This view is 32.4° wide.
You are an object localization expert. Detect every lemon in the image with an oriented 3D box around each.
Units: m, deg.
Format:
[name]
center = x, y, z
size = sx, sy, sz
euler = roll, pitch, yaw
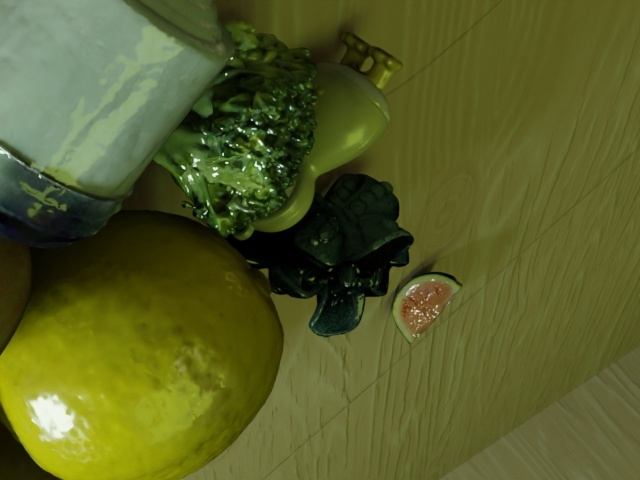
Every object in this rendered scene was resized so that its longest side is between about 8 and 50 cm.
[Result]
[lemon]
center = -0.214, 0.123, 1.267
size = 0.348, 0.348, 0.348
euler = -29, 152, -18

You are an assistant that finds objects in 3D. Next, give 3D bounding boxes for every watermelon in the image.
[watermelon]
center = 0.193, 0.107, 2.089
size = 0.163, 0.087, 0.069
euler = -51, -179, 25

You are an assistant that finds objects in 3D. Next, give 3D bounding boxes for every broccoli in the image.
[broccoli]
center = -0.133, -0.139, 1.222
size = 0.246, 0.248, 0.288
euler = 25, 131, -21

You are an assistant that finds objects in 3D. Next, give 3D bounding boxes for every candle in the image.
[candle]
center = -0.215, -0.169, 1.006
size = 0.342, 0.221, 0.221
euler = -51, 151, 16

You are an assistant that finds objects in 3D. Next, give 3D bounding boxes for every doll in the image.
[doll]
center = -0.015, -0.122, 1.365
size = 0.296, 0.141, 0.117
euler = -51, 150, -10

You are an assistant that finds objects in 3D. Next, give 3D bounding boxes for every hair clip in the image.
[hair clip]
center = 0.006, 0.004, 1.541
size = 0.310, 0.206, 0.194
euler = 0, 130, -49

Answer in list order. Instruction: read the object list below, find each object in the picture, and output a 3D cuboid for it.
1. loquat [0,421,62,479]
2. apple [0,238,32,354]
[loquat]
center = -0.422, 0.346, 1.422
size = 0.359, 0.328, 0.328
euler = -32, 153, 1
[apple]
center = -0.413, 0.040, 1.059
size = 0.234, 0.257, 0.256
euler = -57, 170, -41
